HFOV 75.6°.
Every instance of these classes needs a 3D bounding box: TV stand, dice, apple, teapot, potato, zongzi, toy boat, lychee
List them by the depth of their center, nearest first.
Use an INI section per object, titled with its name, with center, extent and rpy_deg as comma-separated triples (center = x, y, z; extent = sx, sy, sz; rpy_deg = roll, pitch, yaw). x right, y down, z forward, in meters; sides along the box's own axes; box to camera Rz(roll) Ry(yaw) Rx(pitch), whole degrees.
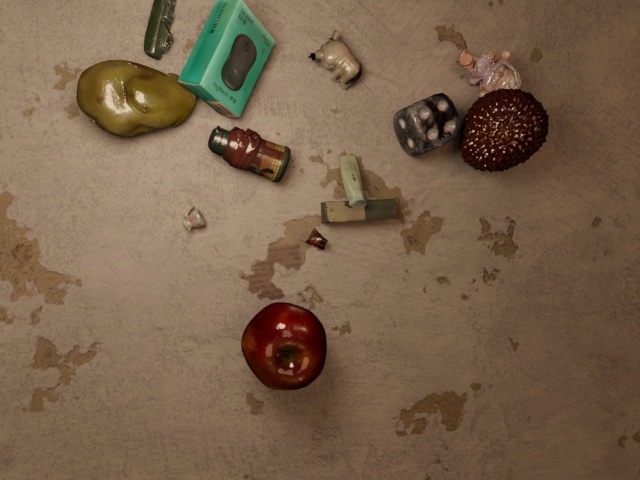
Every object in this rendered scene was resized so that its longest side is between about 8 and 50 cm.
[potato]
center = -0.571, -0.447, 1.306
extent = 0.351, 0.202, 0.218
rpy_deg = -16, 84, -26
[toy boat]
center = -0.514, -0.730, 1.363
extent = 0.085, 0.078, 0.261
rpy_deg = 14, 89, 4
[apple]
center = -0.117, 0.345, 1.378
extent = 0.288, 0.317, 0.288
rpy_deg = 0, 90, -11
[teapot]
center = -0.438, -0.076, 1.420
extent = 0.064, 0.064, 0.083
rpy_deg = -29, 66, -4
[zongzi]
center = 0.000, 0.000, 1.518
extent = 0.083, 0.073, 0.067
rpy_deg = 39, 64, -13
[TV stand]
center = 0.140, -0.111, 1.539
extent = 0.269, 0.088, 0.083
rpy_deg = -3, 94, -11
[dice]
center = 0.395, -0.430, 1.543
extent = 0.182, 0.181, 0.183
rpy_deg = -26, 97, -13
[lychee]
center = 0.676, -0.411, 1.544
extent = 0.306, 0.306, 0.330
rpy_deg = 37, 92, -12

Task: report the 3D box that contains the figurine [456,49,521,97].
[figurine]
center = 0.664, -0.656, 1.630
extent = 0.276, 0.133, 0.200
rpy_deg = 28, 98, -8

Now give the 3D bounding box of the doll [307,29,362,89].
[doll]
center = 0.067, -0.652, 1.501
extent = 0.192, 0.095, 0.149
rpy_deg = 39, 85, -15

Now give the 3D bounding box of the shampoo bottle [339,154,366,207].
[shampoo bottle]
center = 0.118, -0.217, 1.500
extent = 0.072, 0.049, 0.212
rpy_deg = -3, 61, -17

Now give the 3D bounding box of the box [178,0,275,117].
[box]
center = -0.298, -0.591, 1.348
extent = 0.118, 0.205, 0.311
rpy_deg = 22, 85, 29

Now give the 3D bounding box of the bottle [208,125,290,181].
[bottle]
center = -0.248, -0.302, 1.417
extent = 0.271, 0.143, 0.156
rpy_deg = 19, 126, -16
